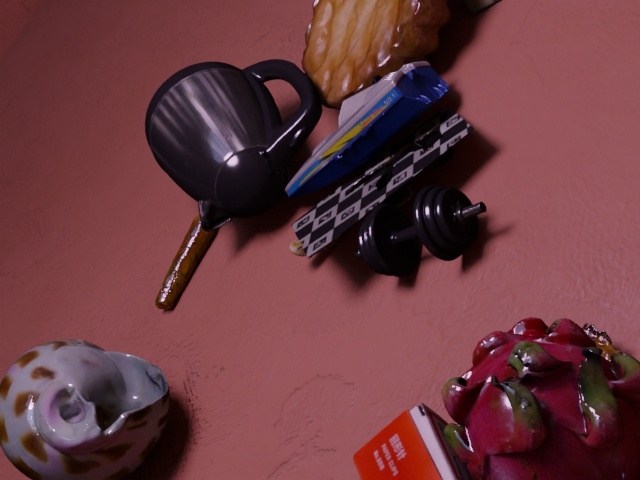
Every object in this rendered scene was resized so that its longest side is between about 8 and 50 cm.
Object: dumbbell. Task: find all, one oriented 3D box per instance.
[{"bbox_3d":[0.122,-0.011,1.636,0.208,0.099,0.099,-21,43,40],"label":"dumbbell"}]

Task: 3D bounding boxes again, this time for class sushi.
[{"bbox_3d":[0.092,-0.069,1.765,0.279,0.043,0.192,-39,17,3],"label":"sushi"}]

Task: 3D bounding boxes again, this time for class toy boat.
[{"bbox_3d":[0.043,-0.146,1.853,0.295,0.088,0.129,-40,-2,35],"label":"toy boat"}]

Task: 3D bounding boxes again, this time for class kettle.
[{"bbox_3d":[-0.119,-0.139,2.008,0.251,0.207,0.271,-21,37,-11],"label":"kettle"}]

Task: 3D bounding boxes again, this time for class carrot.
[{"bbox_3d":[-0.215,0.035,2.076,0.042,0.042,0.170,3,62,53],"label":"carrot"}]

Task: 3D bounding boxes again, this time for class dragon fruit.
[{"bbox_3d":[0.237,0.198,1.214,0.218,0.272,0.198,-42,-12,24],"label":"dragon fruit"}]

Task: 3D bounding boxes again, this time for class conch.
[{"bbox_3d":[-0.345,0.246,1.886,0.249,0.197,0.368,-13,27,-10],"label":"conch"}]

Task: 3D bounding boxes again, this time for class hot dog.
[{"bbox_3d":[0.000,0.000,1.836,0.090,0.034,0.030,-34,28,-12],"label":"hot dog"}]

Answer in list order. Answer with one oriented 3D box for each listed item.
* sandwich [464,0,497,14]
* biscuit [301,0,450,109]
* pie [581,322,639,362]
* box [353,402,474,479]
[{"bbox_3d":[0.221,-0.433,1.923,0.079,0.113,0.163,-26,40,35],"label":"sandwich"},{"bbox_3d":[0.092,-0.339,1.964,0.326,0.107,0.325,-36,42,41],"label":"biscuit"},{"bbox_3d":[0.305,0.160,1.296,0.088,0.033,0.191,-63,32,11],"label":"pie"},{"bbox_3d":[0.125,0.273,1.312,0.099,0.133,0.182,-41,32,11],"label":"box"}]
